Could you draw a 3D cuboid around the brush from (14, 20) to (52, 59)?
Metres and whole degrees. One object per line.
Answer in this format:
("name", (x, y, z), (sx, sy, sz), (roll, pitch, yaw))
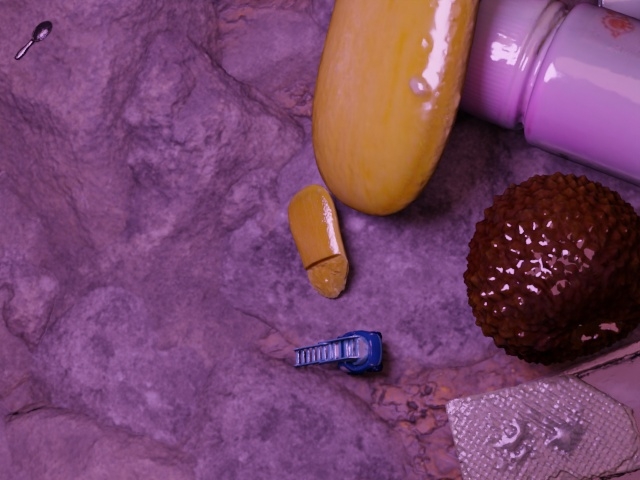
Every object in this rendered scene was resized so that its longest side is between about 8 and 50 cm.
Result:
("brush", (-0.463, -0.322, 1.885), (0.024, 0.008, 0.083), (41, 85, 10))

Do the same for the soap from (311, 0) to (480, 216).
("soap", (0.100, -0.248, 1.649), (0.306, 0.115, 0.427), (30, 112, 48))

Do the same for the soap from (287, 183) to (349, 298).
("soap", (0.000, 0.000, 1.727), (0.089, 0.033, 0.169), (-32, 70, 38))

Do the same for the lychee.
("lychee", (0.318, 0.030, 1.589), (0.267, 0.267, 0.268), (-2, 77, 7))

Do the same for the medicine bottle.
("medicine bottle", (0.393, -0.210, 1.640), (0.388, 0.219, 0.219), (22, 81, 17))

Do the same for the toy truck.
("toy truck", (0.028, 0.164, 1.691), (0.136, 0.074, 0.063), (-18, 69, 45))

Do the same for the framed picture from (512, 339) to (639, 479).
("framed picture", (0.399, 0.266, 1.636), (0.281, 0.019, 0.209), (-23, 76, 3))

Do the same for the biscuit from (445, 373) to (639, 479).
("biscuit", (0.309, 0.268, 1.612), (0.252, 0.052, 0.150), (-12, 76, 6))

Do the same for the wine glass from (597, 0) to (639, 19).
("wine glass", (0.525, -0.356, 1.718), (0.230, 0.103, 0.103), (-4, 77, 11))
